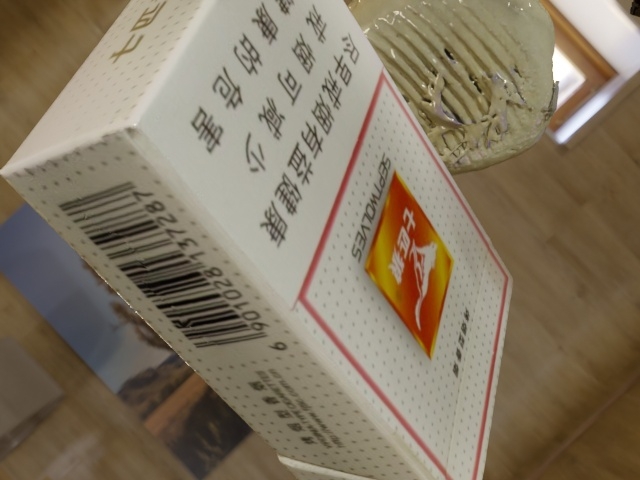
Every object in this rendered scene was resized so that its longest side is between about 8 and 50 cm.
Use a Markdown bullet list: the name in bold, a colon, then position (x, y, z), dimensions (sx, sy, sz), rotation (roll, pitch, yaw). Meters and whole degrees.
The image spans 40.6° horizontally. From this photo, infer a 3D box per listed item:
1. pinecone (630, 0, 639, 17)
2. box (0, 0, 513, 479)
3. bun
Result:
- **pinecone**: position (0.272, -0.162, 0.413), dimensions (0.272, 0.224, 0.224), rotation (-54, -3, 11)
- **box**: position (0.000, 0.000, 0.514), dimensions (0.095, 0.330, 0.210), rotation (-15, 39, 34)
- **bun**: position (0.145, -0.201, 1.010), dimensions (0.273, 0.273, 0.168), rotation (-44, 15, 28)
